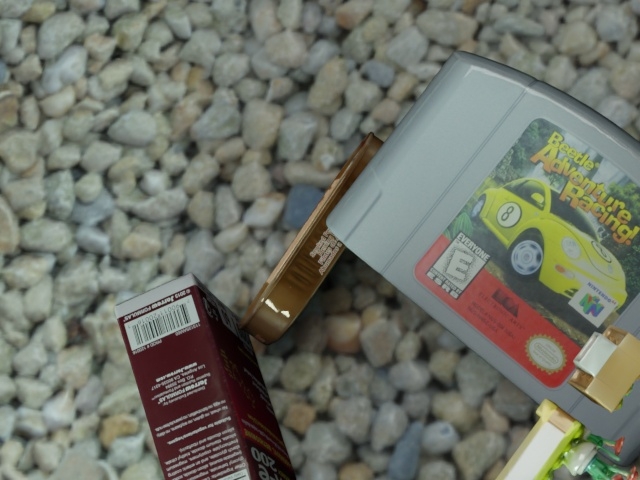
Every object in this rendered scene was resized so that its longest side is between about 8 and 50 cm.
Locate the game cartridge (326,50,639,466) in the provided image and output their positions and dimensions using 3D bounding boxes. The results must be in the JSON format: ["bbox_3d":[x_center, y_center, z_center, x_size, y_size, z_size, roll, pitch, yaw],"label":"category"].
[{"bbox_3d":[0.172,0.004,1.438,0.294,0.060,0.196,39,103,6],"label":"game cartridge"}]

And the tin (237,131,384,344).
[{"bbox_3d":[0.000,0.000,1.549,0.040,0.106,0.190,35,83,-7],"label":"tin"}]

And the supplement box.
[{"bbox_3d":[-0.075,0.159,1.497,0.073,0.130,0.239,-23,65,8],"label":"supplement box"}]

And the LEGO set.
[{"bbox_3d":[0.134,0.186,1.182,0.107,0.132,0.287,36,56,15],"label":"LEGO set"}]
